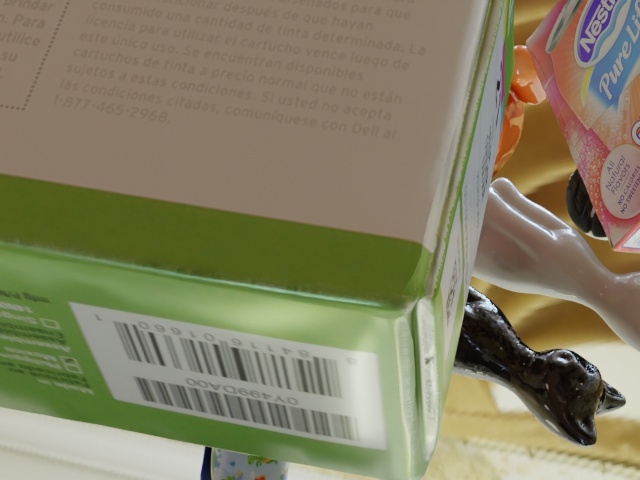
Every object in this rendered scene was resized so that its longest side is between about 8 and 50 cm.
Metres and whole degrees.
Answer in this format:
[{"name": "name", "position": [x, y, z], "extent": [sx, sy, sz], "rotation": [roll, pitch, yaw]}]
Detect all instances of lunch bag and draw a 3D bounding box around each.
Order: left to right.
[{"name": "lunch bag", "position": [-0.083, 0.228, 1.740], "extent": [0.096, 0.151, 0.129], "rotation": [8, -89, -4]}]

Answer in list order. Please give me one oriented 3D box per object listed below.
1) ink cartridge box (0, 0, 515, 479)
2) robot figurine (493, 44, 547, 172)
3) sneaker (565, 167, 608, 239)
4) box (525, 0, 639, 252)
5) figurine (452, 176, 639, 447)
[{"name": "ink cartridge box", "position": [-0.035, -0.083, 0.422], "extent": [0.188, 0.097, 0.255], "rotation": [10, -120, 11]}, {"name": "robot figurine", "position": [0.073, -0.088, 1.066], "extent": [0.158, 0.128, 0.219], "rotation": [15, -166, 14]}, {"name": "sneaker", "position": [0.343, -0.092, 1.348], "extent": [0.271, 0.108, 0.100], "rotation": [-35, -112, 17]}, {"name": "box", "position": [0.284, -0.087, 0.807], "extent": [0.299, 0.154, 0.142], "rotation": [2, -125, -29]}, {"name": "figurine", "position": [0.180, 0.060, 1.233], "extent": [0.209, 0.092, 0.215], "rotation": [31, -135, 25]}]
